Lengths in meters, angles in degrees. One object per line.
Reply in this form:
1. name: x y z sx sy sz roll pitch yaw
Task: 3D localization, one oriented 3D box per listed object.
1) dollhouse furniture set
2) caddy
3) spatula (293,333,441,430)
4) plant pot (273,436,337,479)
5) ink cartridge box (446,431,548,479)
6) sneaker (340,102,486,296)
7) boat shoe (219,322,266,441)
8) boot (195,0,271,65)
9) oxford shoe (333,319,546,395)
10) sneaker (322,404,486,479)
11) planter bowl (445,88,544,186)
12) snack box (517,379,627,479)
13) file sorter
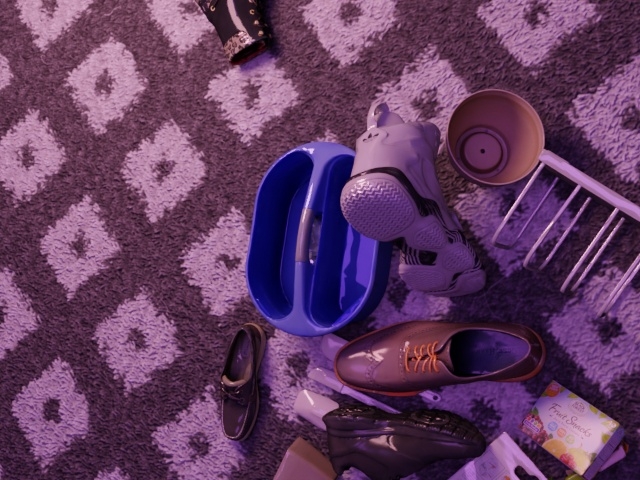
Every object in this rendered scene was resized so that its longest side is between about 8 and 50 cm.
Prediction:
1. dollhouse furniture set: 0.434 0.374 1.314 0.152 0.076 0.058 -38 85 14
2. caddy: 0.000 0.000 1.462 0.241 0.179 0.341 6 86 22
3. spatula: 0.081 0.288 1.485 0.242 0.019 0.168 25 91 18
4. plant pot: -0.027 0.427 1.465 0.096 0.109 0.109 25 93 9
5. ink cartridge box: 0.286 0.451 1.361 0.224 0.056 0.181 -46 70 12
6. sneaker: 0.168 -0.062 1.351 0.137 0.366 0.210 -15 52 33
7. boat shoe: -0.156 0.264 1.543 0.080 0.073 0.223 9 86 21
8. boot: -0.124 -0.470 1.617 0.236 0.085 0.178 -29 76 22
9. oxford shoe: 0.185 0.187 1.387 0.364 0.133 0.130 -10 76 17
10. sneaker: 0.141 0.352 1.403 0.286 0.109 0.130 -1 92 29
11. planter bowl: 0.284 -0.161 1.399 0.162 0.109 0.162 0 81 -1
12. snack box: 0.396 0.299 1.309 0.100 0.037 0.141 -52 38 -4
13. file sorter: 0.431 0.012 1.293 0.278 0.193 0.173 37 100 21
